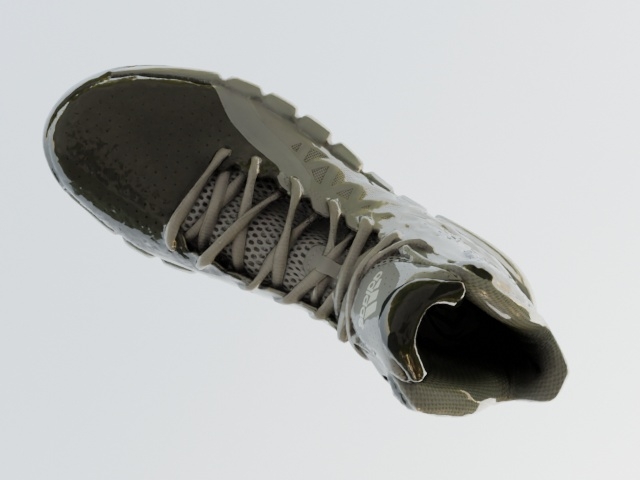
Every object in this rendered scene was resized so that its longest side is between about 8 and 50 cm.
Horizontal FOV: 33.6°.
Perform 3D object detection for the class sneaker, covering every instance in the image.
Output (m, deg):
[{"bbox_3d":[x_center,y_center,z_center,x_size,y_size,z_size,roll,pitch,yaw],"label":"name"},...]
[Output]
[{"bbox_3d":[0.000,0.000,0.404,0.228,0.132,0.086,24,-83,-11],"label":"sneaker"}]
